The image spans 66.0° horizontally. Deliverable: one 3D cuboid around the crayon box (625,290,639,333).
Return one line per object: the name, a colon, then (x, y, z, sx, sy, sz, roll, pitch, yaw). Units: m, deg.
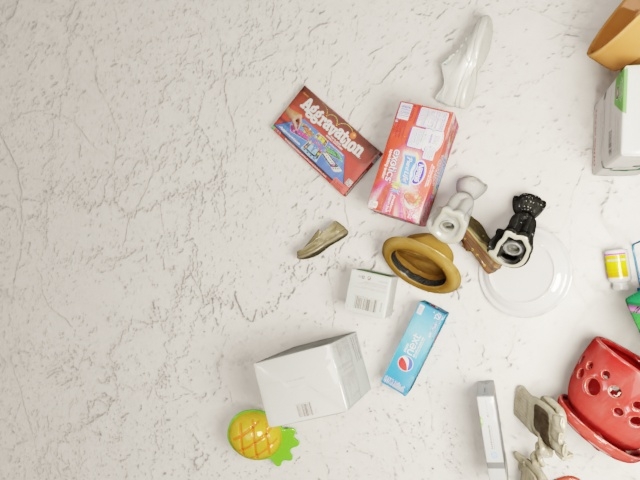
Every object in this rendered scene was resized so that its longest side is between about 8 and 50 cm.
crayon box: (0.671, 0.222, 0.863, 0.278, 0.165, 0.081, 45, 121, -9)

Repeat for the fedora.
fedora: (0.238, 0.039, 1.123, 0.194, 0.194, 0.079, 25, 59, 20)

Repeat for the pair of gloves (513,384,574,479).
pair of gloves: (0.444, 0.429, 0.985, 0.042, 0.204, 0.240, 3, 87, -1)

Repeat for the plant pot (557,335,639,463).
plant pot: (0.569, 0.307, 0.946, 0.191, 0.191, 0.174, 36, 105, 19)

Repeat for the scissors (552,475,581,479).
scissors: (0.449, 0.613, 1.067, 0.297, 0.021, 0.109, -36, 78, 17)

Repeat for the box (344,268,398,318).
box: (0.123, 0.125, 1.176, 0.101, 0.087, 0.102, 11, 91, 21)

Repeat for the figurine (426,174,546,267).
figurine: (0.362, -0.061, 1.054, 0.214, 0.209, 0.092, 23, 135, 20)

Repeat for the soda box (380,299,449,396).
soda box: (0.220, 0.247, 1.141, 0.067, 0.071, 0.210, 28, 97, 21)

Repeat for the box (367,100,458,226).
box: (0.215, -0.171, 1.137, 0.128, 0.122, 0.257, 19, 94, 21)

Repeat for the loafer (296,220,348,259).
loafer: (0.000, 0.000, 1.249, 0.147, 0.056, 0.050, -30, 77, 7)

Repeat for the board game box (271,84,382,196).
board game box: (0.011, -0.259, 1.271, 0.281, 0.027, 0.145, 45, 101, 17)

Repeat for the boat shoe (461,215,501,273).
boat shoe: (0.341, -0.001, 1.104, 0.178, 0.064, 0.060, 56, 129, 31)

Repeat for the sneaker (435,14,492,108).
sneaker: (0.326, -0.417, 1.138, 0.094, 0.080, 0.212, 22, 97, 32)

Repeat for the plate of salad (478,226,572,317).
plate of salad: (0.444, 0.068, 1.074, 0.199, 0.048, 0.200, -9, 76, 41)

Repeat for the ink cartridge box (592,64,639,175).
ink cartridge box: (0.597, -0.219, 0.946, 0.092, 0.219, 0.161, 3, 89, 18)

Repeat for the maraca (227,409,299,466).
maraca: (-0.147, 0.504, 1.258, 0.185, 0.099, 0.127, 25, 94, -5)

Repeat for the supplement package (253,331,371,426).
supplement package: (-0.012, 0.320, 1.156, 0.194, 0.203, 0.150, -18, 82, 20)

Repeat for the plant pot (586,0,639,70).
plant pot: (0.685, -0.409, 0.907, 0.203, 0.291, 0.291, 37, 100, 1)

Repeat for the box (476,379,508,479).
box: (0.364, 0.405, 1.040, 0.038, 0.145, 0.187, -8, 85, 19)

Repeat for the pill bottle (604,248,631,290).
pill bottle: (0.614, 0.060, 1.016, 0.043, 0.043, 0.084, -7, 84, 20)

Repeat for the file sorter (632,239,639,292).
file sorter: (0.709, 0.040, 0.943, 0.170, 0.118, 0.105, -8, 81, 20)
